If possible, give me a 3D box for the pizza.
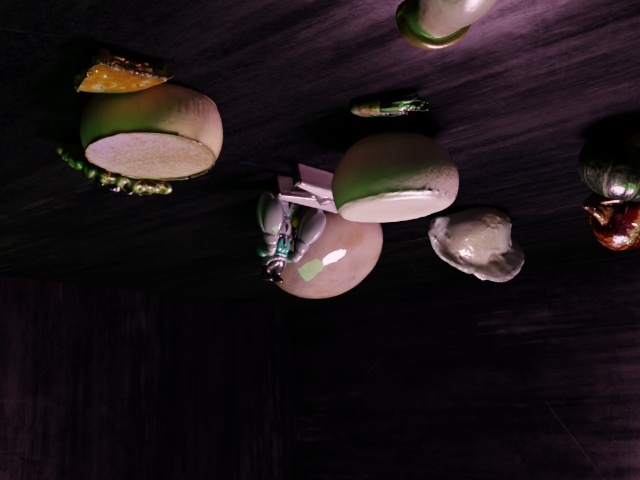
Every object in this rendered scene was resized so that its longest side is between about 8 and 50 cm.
[{"bbox_3d":[-0.347,-0.285,1.205,0.178,0.041,0.131,-7,169,18],"label":"pizza"}]

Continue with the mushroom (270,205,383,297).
[{"bbox_3d":[0.000,0.000,2.114,0.362,0.295,0.362,-19,147,-13],"label":"mushroom"}]

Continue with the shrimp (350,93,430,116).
[{"bbox_3d":[0.142,-0.266,1.423,0.160,0.034,0.091,-1,180,22],"label":"shrimp"}]

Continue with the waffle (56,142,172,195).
[{"bbox_3d":[-0.447,-0.155,1.555,0.208,0.054,0.214,37,-161,35],"label":"waffle"}]

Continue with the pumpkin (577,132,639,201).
[{"bbox_3d":[0.689,-0.170,1.622,0.211,0.152,0.212,-1,-161,0],"label":"pumpkin"}]

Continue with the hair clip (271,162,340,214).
[{"bbox_3d":[0.029,-0.122,1.871,0.330,0.085,0.101,14,140,-40],"label":"hair clip"}]

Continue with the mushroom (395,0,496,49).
[{"bbox_3d":[0.172,-0.340,0.899,0.128,0.128,0.350,-2,171,-4],"label":"mushroom"}]

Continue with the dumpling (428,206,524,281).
[{"bbox_3d":[0.491,-0.008,2.261,0.320,0.212,0.270,-15,-155,-5],"label":"dumpling"}]

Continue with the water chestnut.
[{"bbox_3d":[0.821,-0.081,1.940,0.238,0.224,0.223,11,163,-22],"label":"water chestnut"}]

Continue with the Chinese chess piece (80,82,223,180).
[{"bbox_3d":[-0.325,-0.206,1.393,0.269,0.112,0.270,-2,166,-1],"label":"Chinese chess piece"}]

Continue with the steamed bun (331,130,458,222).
[{"bbox_3d":[0.161,-0.149,1.591,0.282,0.177,0.283,-5,170,-1],"label":"steamed bun"}]

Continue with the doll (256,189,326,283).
[{"bbox_3d":[-0.081,-0.024,1.886,0.153,0.258,0.195,3,-162,46],"label":"doll"}]
